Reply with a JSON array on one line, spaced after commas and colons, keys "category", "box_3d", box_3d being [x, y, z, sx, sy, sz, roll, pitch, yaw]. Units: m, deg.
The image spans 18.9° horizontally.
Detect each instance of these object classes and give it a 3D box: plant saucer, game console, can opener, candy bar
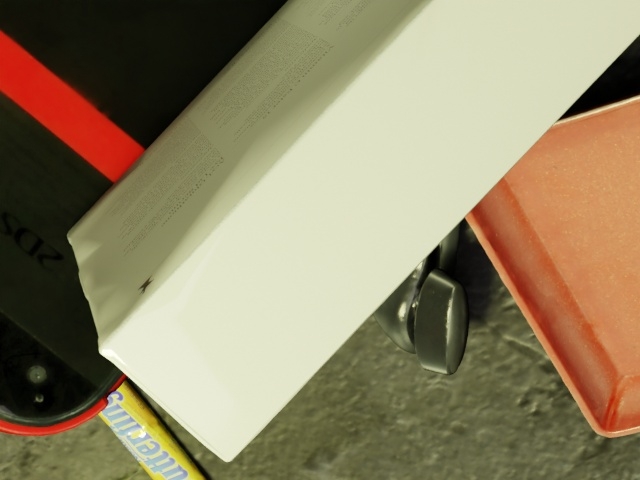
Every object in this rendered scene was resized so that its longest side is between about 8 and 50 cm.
[{"category": "plant saucer", "box_3d": [0.244, -0.003, 1.210, 0.259, 0.048, 0.258, -16, 124, 27]}, {"category": "game console", "box_3d": [-0.208, -0.104, 1.178, 0.386, 0.060, 0.342, 40, 81, -14]}, {"category": "can opener", "box_3d": [0.074, -0.006, 1.267, 0.073, 0.059, 0.186, 13, 110, 31]}, {"category": "candy bar", "box_3d": [-0.132, 0.133, 1.380, 0.040, 0.018, 0.161, -30, 108, 20]}]

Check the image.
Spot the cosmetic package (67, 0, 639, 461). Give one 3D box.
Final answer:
[{"category": "cosmetic package", "box_3d": [0.030, -0.082, 1.037, 0.097, 0.284, 0.377, 44, 91, -13]}]
